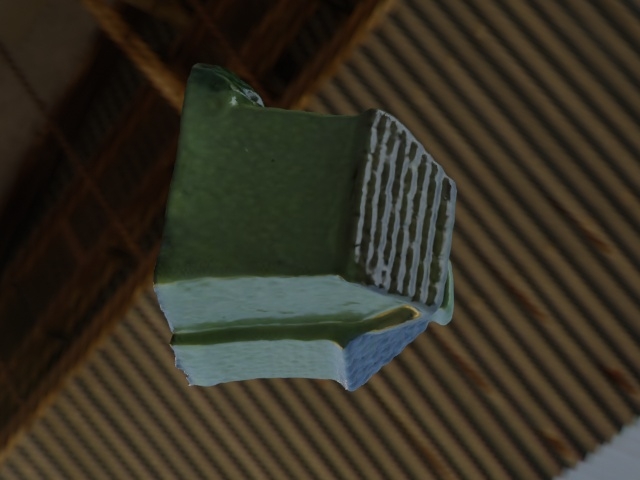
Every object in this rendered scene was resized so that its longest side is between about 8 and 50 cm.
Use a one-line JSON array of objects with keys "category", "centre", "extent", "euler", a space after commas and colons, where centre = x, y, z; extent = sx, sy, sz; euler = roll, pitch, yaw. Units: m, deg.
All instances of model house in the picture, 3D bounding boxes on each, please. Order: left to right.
[{"category": "model house", "centre": [0.000, 0.000, 1.305], "extent": [0.189, 0.214, 0.195], "euler": [6, -118, 9]}]
